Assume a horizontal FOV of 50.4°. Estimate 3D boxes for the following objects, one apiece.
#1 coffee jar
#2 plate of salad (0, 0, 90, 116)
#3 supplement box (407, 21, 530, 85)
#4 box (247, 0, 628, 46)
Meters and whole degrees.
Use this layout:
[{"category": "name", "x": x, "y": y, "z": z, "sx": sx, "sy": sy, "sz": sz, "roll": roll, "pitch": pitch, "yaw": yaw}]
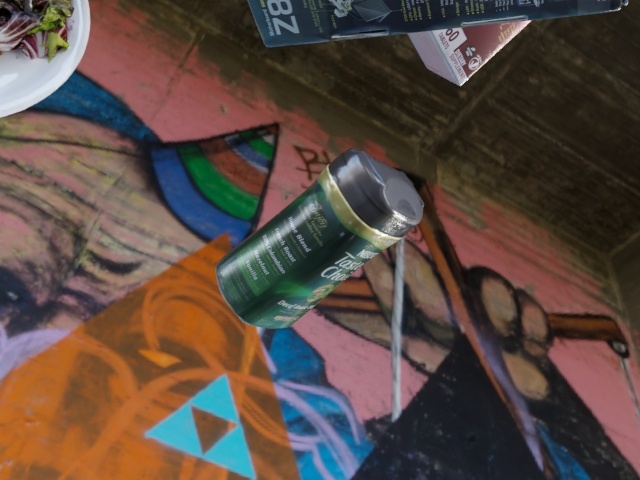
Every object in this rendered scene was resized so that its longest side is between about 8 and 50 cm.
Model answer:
[{"category": "coffee jar", "x": 0.000, "y": 0.000, "z": 0.607, "sx": 0.184, "sy": 0.079, "sz": 0.096, "roll": -40, "pitch": -28, "yaw": 22}, {"category": "plate of salad", "x": -0.266, "y": -0.176, "z": 0.478, "sx": 0.200, "sy": 0.199, "sz": 0.048, "roll": 25, "pitch": -28, "yaw": -13}, {"category": "supplement box", "x": 0.198, "y": -0.303, "z": 0.747, "sx": 0.239, "sy": 0.073, "sz": 0.130, "roll": -43, "pitch": -48, "yaw": 1}, {"category": "box", "x": 0.051, "y": -0.338, "z": 0.475, "sx": 0.319, "sy": 0.097, "sz": 0.394, "roll": -2, "pitch": -43, "yaw": 20}]
